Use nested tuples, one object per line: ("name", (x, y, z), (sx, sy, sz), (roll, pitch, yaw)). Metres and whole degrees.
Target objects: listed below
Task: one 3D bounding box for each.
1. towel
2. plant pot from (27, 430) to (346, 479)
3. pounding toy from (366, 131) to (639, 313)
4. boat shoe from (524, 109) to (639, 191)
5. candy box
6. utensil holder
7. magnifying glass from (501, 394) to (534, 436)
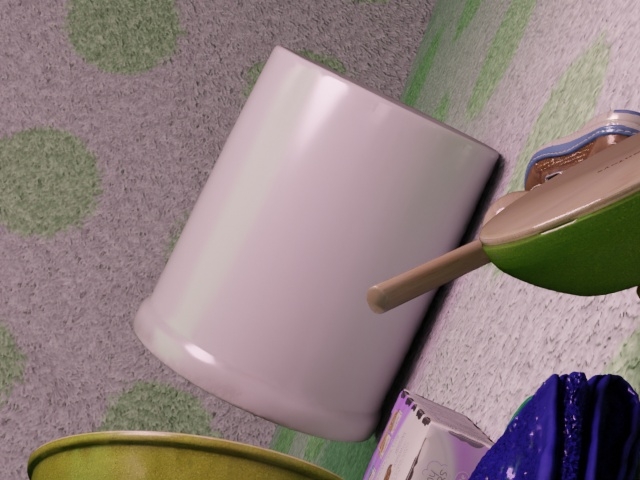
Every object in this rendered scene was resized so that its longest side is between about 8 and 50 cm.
("towel", (0.074, 0.230, 0.800), (0.308, 0.076, 0.227), (-58, 1, 29))
("plant pot", (-0.148, 0.421, 1.360), (0.366, 0.367, 0.353), (120, 160, -59))
("pounding toy", (0.173, 0.012, 0.755), (0.237, 0.110, 0.183), (-24, 5, 42))
("boat shoe", (0.200, -0.042, 1.060), (0.183, 0.066, 0.066), (124, 167, -69))
("candy box", (0.078, 0.225, 1.138), (0.196, 0.070, 0.164), (-153, 86, -86))
("utensil holder", (0.000, 0.000, 1.645), (0.385, 0.328, 0.327), (-64, 5, 8))
("magnifying glass", (0.121, 0.220, 0.964), (0.092, 0.026, 0.231), (132, 163, -76))
